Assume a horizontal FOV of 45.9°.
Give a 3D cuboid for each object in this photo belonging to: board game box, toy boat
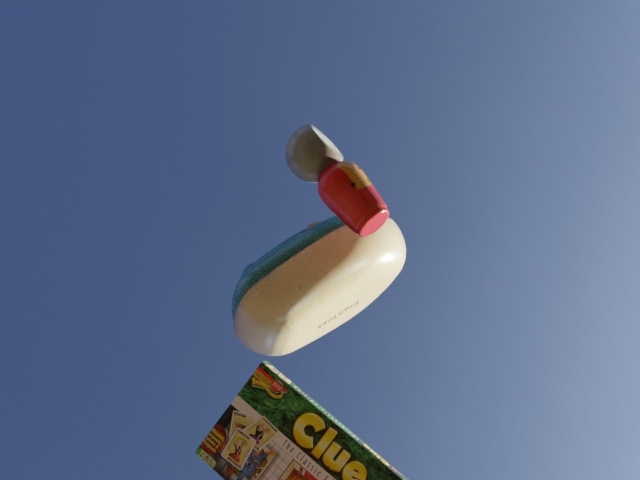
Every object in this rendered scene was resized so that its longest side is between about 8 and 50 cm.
[{"bbox_3d":[-0.007,0.268,0.850,0.259,0.030,0.136,36,-91,17],"label":"board game box"},{"bbox_3d":[0.000,0.000,0.955,0.267,0.318,0.148,-28,-116,-26],"label":"toy boat"}]
